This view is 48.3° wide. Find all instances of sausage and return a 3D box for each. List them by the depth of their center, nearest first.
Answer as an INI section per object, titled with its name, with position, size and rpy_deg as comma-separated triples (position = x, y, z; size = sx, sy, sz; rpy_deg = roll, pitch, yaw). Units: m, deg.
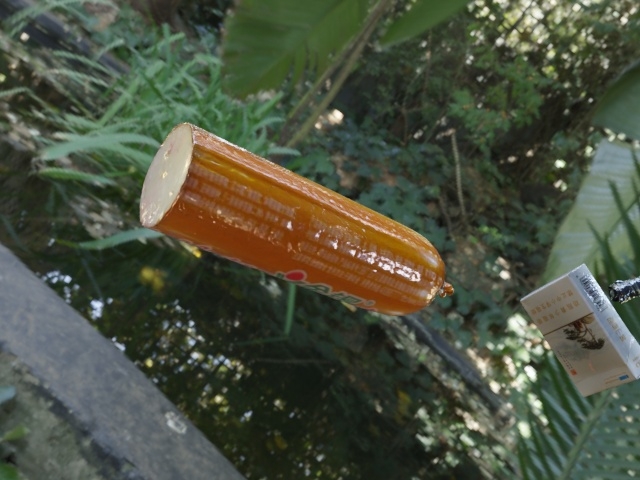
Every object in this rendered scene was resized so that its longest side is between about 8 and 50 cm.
[sausage]
position = 0.000, 0.000, 0.641
size = 0.312, 0.093, 0.093
rpy_deg = 23, 15, -30

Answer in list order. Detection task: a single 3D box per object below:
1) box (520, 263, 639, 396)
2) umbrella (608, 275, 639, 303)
[box]
position = 0.521, 0.181, 1.413
size = 0.233, 0.067, 0.149
rpy_deg = 59, -32, 10
[umbrella]
position = 0.668, 0.085, 1.435
size = 0.050, 0.188, 0.046
rpy_deg = 95, -21, -67
